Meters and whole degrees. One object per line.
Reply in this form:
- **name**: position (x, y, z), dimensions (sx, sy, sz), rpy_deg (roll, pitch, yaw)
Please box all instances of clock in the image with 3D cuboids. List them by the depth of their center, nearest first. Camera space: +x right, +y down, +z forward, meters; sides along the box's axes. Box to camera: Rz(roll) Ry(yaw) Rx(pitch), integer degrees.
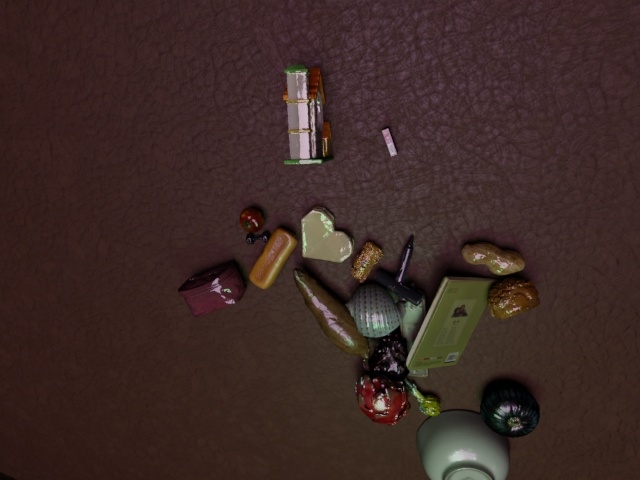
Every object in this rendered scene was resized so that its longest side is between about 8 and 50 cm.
- **clock**: position (-0.033, -0.347, 1.128), dimensions (0.106, 0.220, 0.255), rpy_deg (1, 104, 10)

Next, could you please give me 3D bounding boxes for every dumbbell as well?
- **dumbbell**: position (-0.216, -0.008, 1.396), dimensions (0.083, 0.040, 0.035), rpy_deg (-6, 80, 13)

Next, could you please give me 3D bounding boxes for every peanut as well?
- **peanut**: position (0.537, 0.056, 1.253), dimensions (0.193, 0.089, 0.089), rpy_deg (19, 114, 7)

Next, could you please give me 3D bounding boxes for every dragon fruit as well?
- **dragon fruit**: position (0.218, 0.552, 1.463), dimensions (0.193, 0.192, 0.274), rpy_deg (-37, 103, 0)

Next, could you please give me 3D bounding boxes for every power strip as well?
- **power strip**: position (0.329, 0.316, 1.413), dimensions (0.092, 0.066, 0.387), rpy_deg (0, 114, 17)

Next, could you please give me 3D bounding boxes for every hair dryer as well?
- **hair dryer**: position (0.289, 0.090, 1.310), dimensions (0.173, 0.050, 0.194), rpy_deg (33, 105, 25)

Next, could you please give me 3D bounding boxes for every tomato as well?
- **tomato**: position (-0.228, -0.070, 1.353), dimensions (0.087, 0.075, 0.087), rpy_deg (12, 126, 17)

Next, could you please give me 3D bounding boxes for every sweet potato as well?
- **sweet potato**: position (0.034, 0.251, 1.409), dimensions (0.131, 0.130, 0.422), rpy_deg (-34, 101, 21)

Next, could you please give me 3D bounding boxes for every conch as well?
- **conch**: position (0.176, 0.216, 1.333), dimensions (0.200, 0.172, 0.131), rpy_deg (-19, 119, 29)

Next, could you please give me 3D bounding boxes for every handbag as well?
- **handbag**: position (-0.387, 0.170, 1.443), dimensions (0.225, 0.146, 0.135), rpy_deg (-20, 110, 20)

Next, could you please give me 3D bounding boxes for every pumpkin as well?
- **pumpkin**: position (0.670, 0.605, 1.425), dimensions (0.202, 0.140, 0.201), rpy_deg (3, 114, 7)

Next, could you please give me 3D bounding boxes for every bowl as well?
- **bowl**: position (0.547, 0.842, 1.521), dimensions (0.354, 0.185, 0.353), rpy_deg (4, 113, 9)

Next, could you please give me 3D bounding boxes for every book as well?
- **book**: position (0.432, 0.276, 1.324), dimensions (0.239, 0.035, 0.352), rpy_deg (5, 114, -29)

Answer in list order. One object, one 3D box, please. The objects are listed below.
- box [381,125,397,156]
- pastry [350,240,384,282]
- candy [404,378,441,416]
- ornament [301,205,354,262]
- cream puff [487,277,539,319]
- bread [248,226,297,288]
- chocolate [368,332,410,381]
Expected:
- **box**: position (0.205, -0.293, 1.188), dimensions (0.023, 0.051, 0.082), rpy_deg (-19, 108, 16)
- **pastry**: position (0.152, 0.071, 1.350), dimensions (0.080, 0.056, 0.140), rpy_deg (32, 108, -11)
- **candy**: position (0.350, 0.560, 1.514), dimensions (0.262, 0.073, 0.077), rpy_deg (46, 137, -2)
- **ornament**: position (0.000, 0.000, 1.350), dimensions (0.180, 0.059, 0.201), rpy_deg (-40, 98, 23)
- **cream puff**: position (0.598, 0.176, 1.259), dimensions (0.150, 0.165, 0.115), rpy_deg (-39, 68, 45)
- **bread**: position (-0.160, 0.058, 1.392), dimensions (0.093, 0.074, 0.239), rpy_deg (37, 113, 7)
- **chocolate**: position (0.242, 0.380, 1.379), dimensions (0.156, 0.156, 0.133), rpy_deg (8, 104, 7)
